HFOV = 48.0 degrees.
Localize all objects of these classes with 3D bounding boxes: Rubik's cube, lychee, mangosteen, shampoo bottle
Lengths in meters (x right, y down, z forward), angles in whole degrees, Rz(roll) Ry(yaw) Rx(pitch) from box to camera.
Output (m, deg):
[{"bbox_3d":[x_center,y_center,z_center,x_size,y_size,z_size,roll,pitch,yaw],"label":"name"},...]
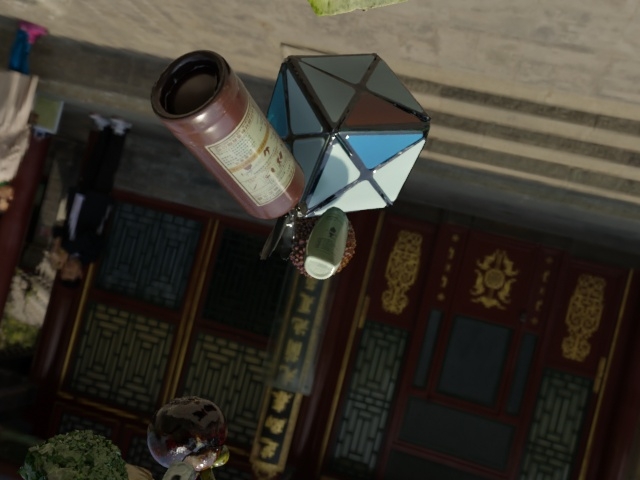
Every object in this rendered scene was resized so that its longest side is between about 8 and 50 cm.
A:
[{"bbox_3d":[0.044,-0.222,1.501,0.249,0.246,0.248,-8,-129,-28],"label":"Rubik's cube"},{"bbox_3d":[0.000,0.000,1.741,0.188,0.188,0.188,14,179,0],"label":"lychee"},{"bbox_3d":[-0.267,0.407,1.460,0.172,0.184,0.172,-9,-160,3],"label":"mangosteen"},{"bbox_3d":[0.013,0.001,1.353,0.072,0.049,0.212,18,-151,-1],"label":"shampoo bottle"}]

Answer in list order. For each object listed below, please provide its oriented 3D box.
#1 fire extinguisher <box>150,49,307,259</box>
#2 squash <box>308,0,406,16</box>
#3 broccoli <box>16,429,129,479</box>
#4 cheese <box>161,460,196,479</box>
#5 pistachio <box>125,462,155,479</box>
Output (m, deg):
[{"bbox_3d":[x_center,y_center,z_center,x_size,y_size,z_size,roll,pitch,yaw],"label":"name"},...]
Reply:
[{"bbox_3d":[-0.068,-0.060,0.649,0.071,0.099,0.231,8,156,26],"label":"fire extinguisher"},{"bbox_3d":[0.146,-0.378,0.760,0.308,0.210,0.233,-22,-161,-28],"label":"squash"},{"bbox_3d":[-0.288,0.403,0.726,0.309,0.414,0.321,9,160,7],"label":"broccoli"},{"bbox_3d":[-0.245,0.421,1.046,0.127,0.050,0.235,8,-142,18],"label":"cheese"},{"bbox_3d":[-0.364,0.447,1.227,0.215,0.144,0.144,-9,169,25],"label":"pistachio"}]
